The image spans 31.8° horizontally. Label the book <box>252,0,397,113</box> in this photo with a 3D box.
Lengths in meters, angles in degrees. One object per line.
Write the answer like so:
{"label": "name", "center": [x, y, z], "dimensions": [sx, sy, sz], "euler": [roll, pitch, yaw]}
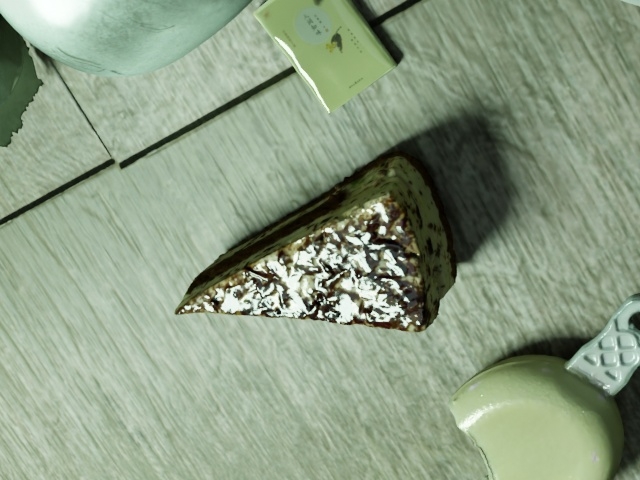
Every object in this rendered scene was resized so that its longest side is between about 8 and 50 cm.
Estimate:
{"label": "book", "center": [0.003, -0.171, 0.953], "dimensions": [0.077, 0.014, 0.111], "euler": [-33, 100, 28]}

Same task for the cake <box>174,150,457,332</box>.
{"label": "cake", "center": [-0.010, -0.005, 0.981], "dimensions": [0.246, 0.112, 0.135], "euler": [3, 111, 21]}

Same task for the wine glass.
{"label": "wine glass", "center": [-0.197, -0.223, 0.881], "dimensions": [0.323, 0.238, 0.238], "euler": [-14, 108, 33]}

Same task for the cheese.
{"label": "cheese", "center": [0.229, 0.160, 0.997], "dimensions": [0.249, 0.071, 0.163], "euler": [-32, 100, 27]}

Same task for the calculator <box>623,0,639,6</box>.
{"label": "calculator", "center": [0.224, -0.276, 0.817], "dimensions": [0.295, 0.042, 0.184], "euler": [29, 119, 1]}
